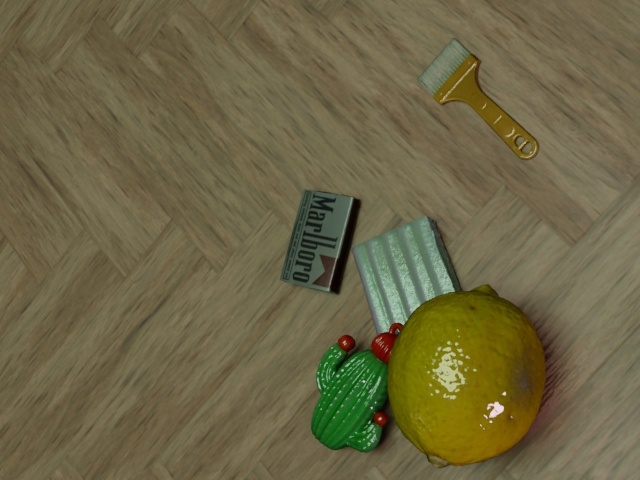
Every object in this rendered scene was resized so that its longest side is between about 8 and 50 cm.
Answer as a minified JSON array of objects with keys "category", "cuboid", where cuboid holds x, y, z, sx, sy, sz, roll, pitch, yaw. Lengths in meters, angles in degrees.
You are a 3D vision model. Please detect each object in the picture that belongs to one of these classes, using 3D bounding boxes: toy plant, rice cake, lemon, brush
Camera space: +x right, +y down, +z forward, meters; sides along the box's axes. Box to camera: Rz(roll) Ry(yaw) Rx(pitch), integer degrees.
[{"category":"toy plant","cuboid":[0.058,0.243,1.946,0.155,0.088,0.240,13,93,36]},{"category":"rice cake","cuboid":[0.151,0.072,1.961,0.189,0.037,0.198,-21,70,28]},{"category":"lemon","cuboid":[0.224,0.210,1.768,0.267,0.267,0.267,-7,76,30]},{"category":"brush","cuboid":[0.279,-0.232,1.962,0.103,0.013,0.272,-48,60,15]}]

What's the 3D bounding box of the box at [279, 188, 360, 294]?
[{"category":"box","cuboid":[0.000,0.000,2.070,0.115,0.036,0.177,12,86,33]}]
